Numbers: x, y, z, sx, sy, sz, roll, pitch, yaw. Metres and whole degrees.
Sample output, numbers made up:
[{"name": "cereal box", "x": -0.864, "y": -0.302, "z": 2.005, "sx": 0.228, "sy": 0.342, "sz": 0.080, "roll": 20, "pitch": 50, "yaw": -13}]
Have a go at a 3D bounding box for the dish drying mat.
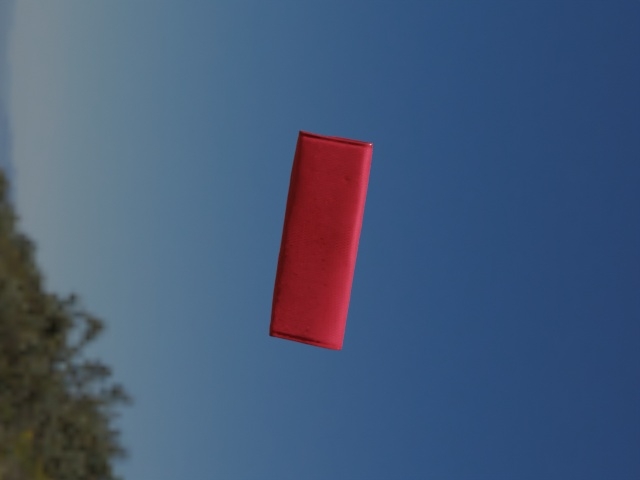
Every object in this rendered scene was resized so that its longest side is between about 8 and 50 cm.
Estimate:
[{"name": "dish drying mat", "x": 0.000, "y": 0.000, "z": 0.740, "sx": 0.008, "sy": 0.032, "sz": 0.083, "roll": -11, "pitch": 111, "yaw": -68}]
